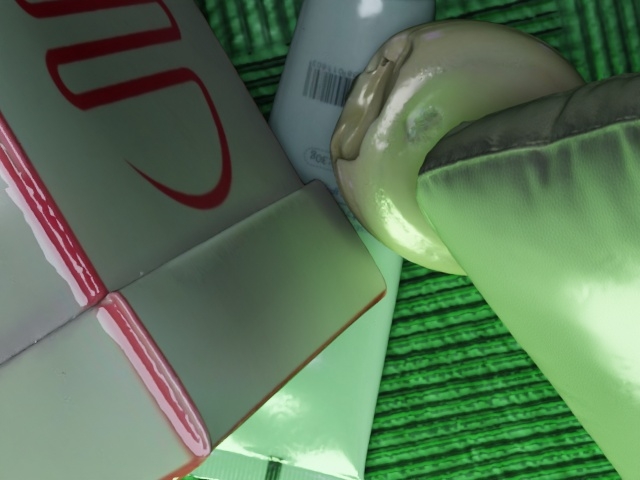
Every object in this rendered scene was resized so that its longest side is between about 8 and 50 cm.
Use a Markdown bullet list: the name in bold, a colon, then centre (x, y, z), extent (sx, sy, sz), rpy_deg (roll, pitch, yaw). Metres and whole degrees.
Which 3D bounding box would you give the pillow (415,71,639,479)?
- **pillow**: centre (0.221, 0.048, 0.852), extent (0.255, 0.120, 0.322), rpy_deg (-13, 124, 43)

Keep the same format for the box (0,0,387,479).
- **box**: centre (-0.198, 0.010, 0.854), extent (0.314, 0.312, 0.300), rpy_deg (-31, 91, 19)

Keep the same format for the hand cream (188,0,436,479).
- **hand cream**: centre (0.000, 0.000, 0.981), extent (0.109, 0.067, 0.321), rpy_deg (13, 103, 3)

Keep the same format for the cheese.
- **cheese**: centre (0.117, -0.033, 0.937), extent (0.227, 0.064, 0.137), rpy_deg (23, 104, -23)
